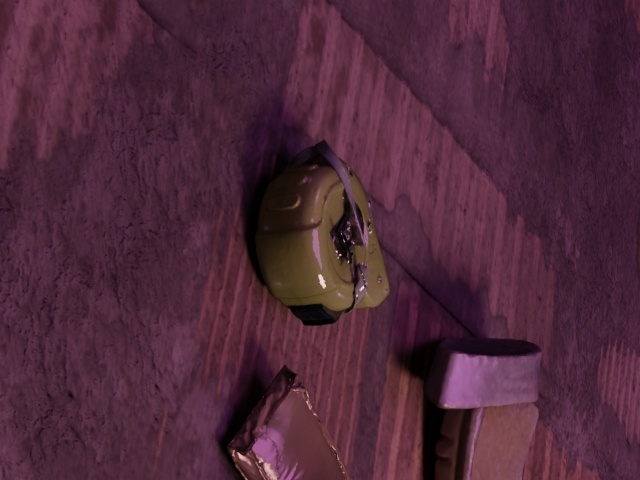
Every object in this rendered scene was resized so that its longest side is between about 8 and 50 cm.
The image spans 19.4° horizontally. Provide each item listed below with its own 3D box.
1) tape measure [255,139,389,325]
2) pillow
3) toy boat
[{"bbox_3d":[0.000,0.000,1.811,0.154,0.087,0.177,-42,120,-56],"label":"tape measure"},{"bbox_3d":[-0.019,0.226,1.774,0.119,0.053,0.208,-59,136,-42],"label":"pillow"},{"bbox_3d":[0.182,0.230,2.124,0.276,0.111,0.293,-32,127,-60],"label":"toy boat"}]
